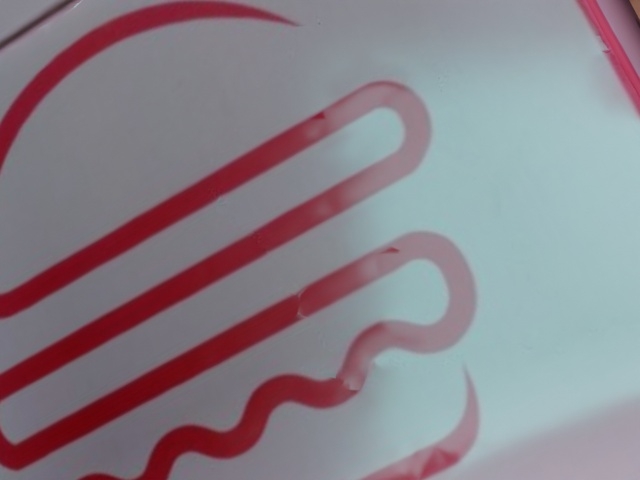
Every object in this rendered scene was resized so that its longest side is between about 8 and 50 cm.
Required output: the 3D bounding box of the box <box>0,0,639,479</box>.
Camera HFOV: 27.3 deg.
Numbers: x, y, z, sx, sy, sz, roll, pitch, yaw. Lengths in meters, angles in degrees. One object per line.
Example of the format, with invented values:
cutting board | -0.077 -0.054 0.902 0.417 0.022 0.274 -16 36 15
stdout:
box | 0.000 0.000 0.544 0.312 0.314 0.300 -29 75 15
